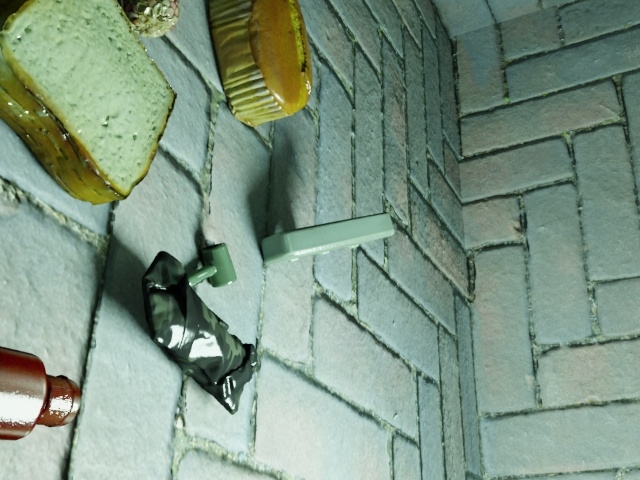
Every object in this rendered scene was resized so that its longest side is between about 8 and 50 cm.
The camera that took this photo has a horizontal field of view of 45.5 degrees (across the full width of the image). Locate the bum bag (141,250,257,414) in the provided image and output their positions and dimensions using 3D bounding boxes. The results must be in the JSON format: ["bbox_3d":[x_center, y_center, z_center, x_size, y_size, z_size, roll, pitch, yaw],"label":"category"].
[{"bbox_3d":[-0.188,0.158,1.192,0.340,0.095,0.144,60,25,-50],"label":"bum bag"}]

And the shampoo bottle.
[{"bbox_3d":[-0.369,0.160,0.817,0.260,0.064,0.102,35,56,-59],"label":"shampoo bottle"}]

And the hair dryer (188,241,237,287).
[{"bbox_3d":[-0.203,0.057,1.283,0.150,0.047,0.071,-29,105,-54],"label":"hair dryer"}]

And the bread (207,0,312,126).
[{"bbox_3d":[-0.109,-0.382,1.542,0.204,0.156,0.288,7,75,-63],"label":"bread"}]

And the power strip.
[{"bbox_3d":[0.000,0.001,1.571,0.264,0.193,0.059,-12,88,-30],"label":"power strip"}]

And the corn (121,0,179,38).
[{"bbox_3d":[-0.292,-0.475,1.253,0.098,0.098,0.290,11,66,-65],"label":"corn"}]

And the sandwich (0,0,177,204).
[{"bbox_3d":[-0.330,-0.219,1.042,0.301,0.099,0.271,60,34,-42],"label":"sandwich"}]
